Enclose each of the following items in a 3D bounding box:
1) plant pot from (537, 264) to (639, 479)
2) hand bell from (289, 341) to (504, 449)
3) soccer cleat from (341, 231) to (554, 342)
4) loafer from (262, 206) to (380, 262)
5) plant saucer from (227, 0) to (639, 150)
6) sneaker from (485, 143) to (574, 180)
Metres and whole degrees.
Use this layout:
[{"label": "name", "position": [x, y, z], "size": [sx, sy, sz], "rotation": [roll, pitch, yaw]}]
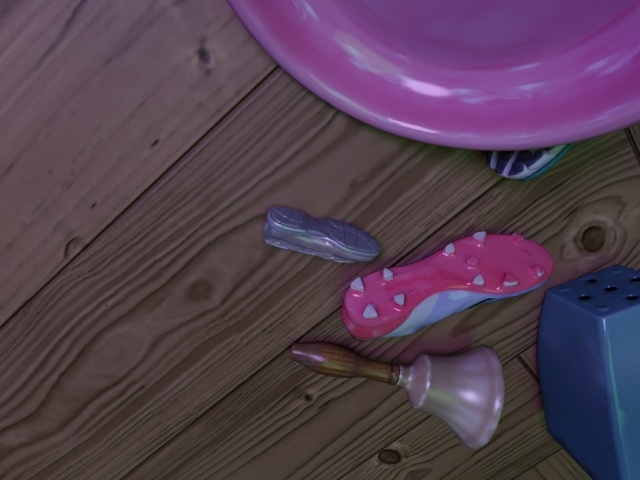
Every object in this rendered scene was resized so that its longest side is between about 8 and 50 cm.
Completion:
[{"label": "plant pot", "position": [0.381, 0.163, 0.533], "size": [0.165, 0.166, 0.234], "rotation": [-19, 101, 0]}, {"label": "hand bell", "position": [0.081, 0.163, 0.530], "size": [0.242, 0.126, 0.126], "rotation": [15, 113, -2]}, {"label": "soccer cleat", "position": [0.143, 0.057, 0.495], "size": [0.248, 0.083, 0.095], "rotation": [-16, 147, -8]}, {"label": "loafer", "position": [0.000, 0.000, 0.456], "size": [0.125, 0.045, 0.039], "rotation": [17, 129, -11]}, {"label": "plant saucer", "position": [0.083, -0.181, 0.257], "size": [0.332, 0.332, 0.084], "rotation": [28, 73, -21]}, {"label": "sneaker", "position": [0.271, -0.162, 0.391], "size": [0.110, 0.107, 0.275], "rotation": [28, 108, -31]}]
